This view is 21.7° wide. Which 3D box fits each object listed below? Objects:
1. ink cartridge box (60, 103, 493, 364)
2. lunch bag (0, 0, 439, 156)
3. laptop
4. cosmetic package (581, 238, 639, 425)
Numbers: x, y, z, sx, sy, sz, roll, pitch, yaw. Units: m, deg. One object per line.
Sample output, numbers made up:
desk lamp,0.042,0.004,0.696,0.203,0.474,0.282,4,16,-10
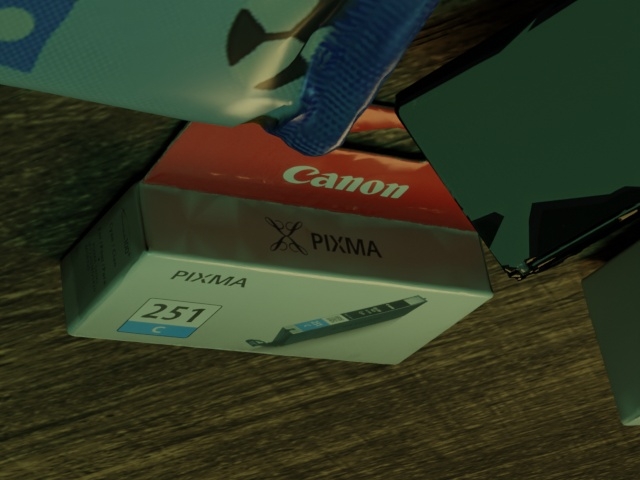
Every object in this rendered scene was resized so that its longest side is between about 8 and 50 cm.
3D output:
ink cartridge box,0.000,0.000,1.196,0.296,0.066,0.261,7,149,-31
lunch bag,-0.134,-0.232,0.363,0.327,0.386,0.239,6,143,-30
laptop,0.200,-0.087,1.115,0.234,0.137,0.264,-30,174,12
cosmetic package,0.372,0.045,1.327,0.224,0.138,0.224,3,150,-33
